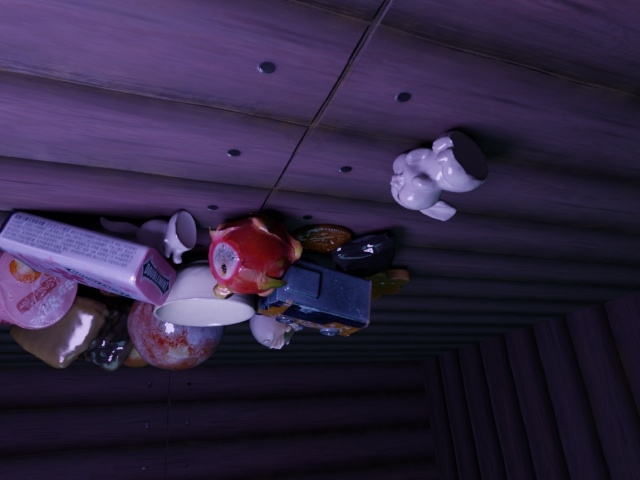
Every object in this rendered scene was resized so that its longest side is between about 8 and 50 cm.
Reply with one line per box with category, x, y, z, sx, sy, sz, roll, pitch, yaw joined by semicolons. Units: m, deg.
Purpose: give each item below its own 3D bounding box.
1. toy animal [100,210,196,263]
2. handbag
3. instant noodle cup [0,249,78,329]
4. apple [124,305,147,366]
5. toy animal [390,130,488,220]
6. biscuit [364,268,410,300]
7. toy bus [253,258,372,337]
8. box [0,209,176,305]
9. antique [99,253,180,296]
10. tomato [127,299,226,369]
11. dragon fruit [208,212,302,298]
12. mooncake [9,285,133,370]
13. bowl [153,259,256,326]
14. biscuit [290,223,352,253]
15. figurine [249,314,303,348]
toy animal;-0.432;-0.001;1.183;0.221;0.131;0.104;-6;179;8
handbag;0.133;0.055;1.455;0.191;0.075;0.332;-15;160;1
instant noodle cup;-0.825;0.115;1.264;0.231;0.243;0.243;-4;158;19
apple;-0.714;0.373;1.867;0.194;0.261;0.261;-25;155;4
toy animal;0.251;-0.133;0.998;0.178;0.127;0.193;6;152;-28
biscuit;0.168;0.166;1.782;0.275;0.052;0.355;10;154;-23
toy bus;-0.018;0.168;1.411;0.323;0.162;0.194;18;151;-20
box;-0.551;0.046;1.128;0.369;0.112;0.190;12;154;11
antique;-0.531;0.086;1.382;0.257;0.121;0.143;-19;164;15
tomato;-0.463;0.263;1.559;0.282;0.317;0.316;-13;157;38
dragon fruit;-0.171;0.037;1.209;0.224;0.224;0.227;-23;165;37
mooncake;-0.749;0.279;1.522;0.393;0.246;0.394;33;165;-35
bowl;-0.324;0.145;1.349;0.277;0.145;0.277;-5;155;-2
biscuit;0.000;0.001;1.391;0.188;0.027;0.188;-4;158;-2
figurine;-0.100;0.294;1.802;0.394;0.274;0.226;-28;117;26
